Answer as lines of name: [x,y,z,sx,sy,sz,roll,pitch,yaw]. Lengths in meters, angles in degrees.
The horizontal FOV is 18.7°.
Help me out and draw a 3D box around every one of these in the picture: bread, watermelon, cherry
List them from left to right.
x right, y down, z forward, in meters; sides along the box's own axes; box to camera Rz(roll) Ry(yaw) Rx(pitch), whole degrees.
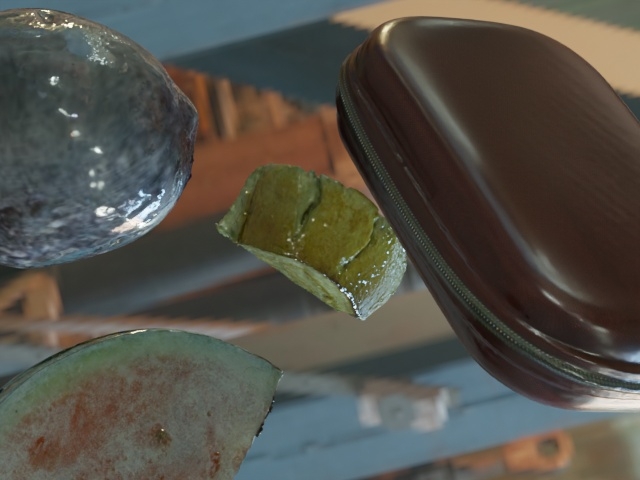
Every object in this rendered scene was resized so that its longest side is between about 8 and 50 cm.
watermelon: [-0.192,0.183,1.331,0.188,0.321,0.175,37,-16,-21]
cherry: [-0.265,-0.099,1.874,0.218,0.296,0.255,-50,132,-65]
bread: [0.000,0.000,2.356,0.186,0.124,0.257,26,-9,36]

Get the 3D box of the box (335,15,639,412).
box: [0.168,-0.026,1.477,0.108,0.263,0.404,-65,-144,33]
